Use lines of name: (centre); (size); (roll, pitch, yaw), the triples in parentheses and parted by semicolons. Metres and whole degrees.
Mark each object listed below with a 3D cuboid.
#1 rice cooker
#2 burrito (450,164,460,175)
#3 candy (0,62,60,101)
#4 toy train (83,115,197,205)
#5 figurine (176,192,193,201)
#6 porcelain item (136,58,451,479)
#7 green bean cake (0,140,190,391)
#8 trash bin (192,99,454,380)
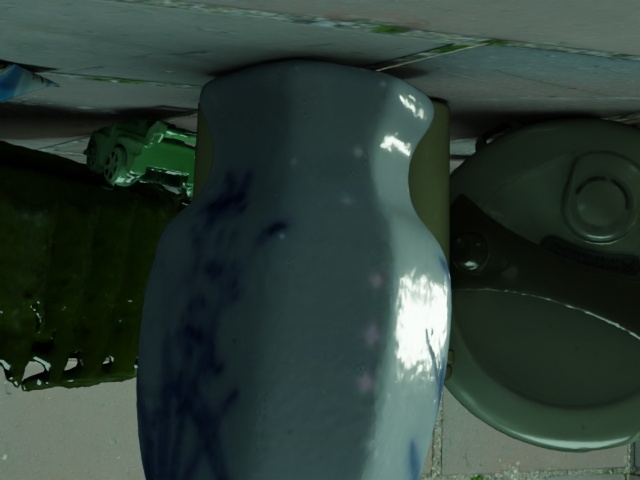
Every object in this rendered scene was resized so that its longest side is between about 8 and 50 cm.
rice cooker: (0.256, 0.049, 1.466); (0.335, 0.335, 0.325); (1, 178, 10)
burrito: (0.335, -0.060, 1.786); (0.392, 0.076, 0.117); (1, 177, 13)
candy: (-0.269, -0.118, 1.141); (0.088, 0.038, 0.136); (4, -171, 30)
toy train: (-0.167, -0.085, 1.455); (0.099, 0.081, 0.149); (10, -170, -32)
figurine: (-0.170, 0.016, 2.377); (0.416, 0.298, 0.243); (3, -148, 14)
porcelain item: (-0.020, 0.080, 1.135); (0.178, 0.405, 0.242); (11, 170, -35)
green bean cake: (-0.333, 0.011, 1.554); (0.319, 0.218, 0.335); (17, -174, 32)
trash bin: (0.000, 0.000, 1.320); (0.243, 0.247, 0.121); (2, 178, 10)
